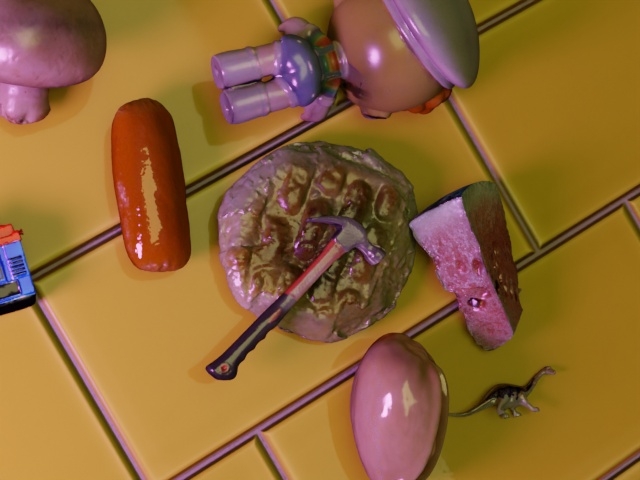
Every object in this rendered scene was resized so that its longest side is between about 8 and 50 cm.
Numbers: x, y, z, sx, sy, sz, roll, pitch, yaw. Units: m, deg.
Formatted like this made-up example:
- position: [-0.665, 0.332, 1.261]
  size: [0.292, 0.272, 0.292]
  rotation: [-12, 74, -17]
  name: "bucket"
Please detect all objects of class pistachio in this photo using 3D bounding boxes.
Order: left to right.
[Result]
- position: [0.105, 0.234, 1.797]
  size: [0.143, 0.144, 0.215]
  rotation: [5, 87, -14]
  name: "pistachio"

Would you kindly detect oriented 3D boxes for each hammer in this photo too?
- position: [-0.043, 0.080, 1.760]
  size: [0.111, 0.033, 0.288]
  rotation: [45, 77, -10]
  name: "hammer"

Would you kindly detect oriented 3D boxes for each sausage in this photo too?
- position: [-0.231, -0.074, 1.768]
  size: [0.098, 0.098, 0.238]
  rotation: [-7, 86, -16]
  name: "sausage"

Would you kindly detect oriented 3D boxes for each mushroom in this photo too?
- position: [-0.386, -0.246, 1.717]
  size: [0.204, 0.204, 0.204]
  rotation: [2, 82, -15]
  name: "mushroom"

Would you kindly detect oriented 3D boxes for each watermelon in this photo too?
- position: [0.231, 0.039, 1.885]
  size: [0.154, 0.094, 0.241]
  rotation: [-25, 98, -54]
  name: "watermelon"

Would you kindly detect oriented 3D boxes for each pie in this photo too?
- position: [0.000, 0.000, 1.831]
  size: [0.306, 0.071, 0.306]
  rotation: [2, 83, -14]
  name: "pie"

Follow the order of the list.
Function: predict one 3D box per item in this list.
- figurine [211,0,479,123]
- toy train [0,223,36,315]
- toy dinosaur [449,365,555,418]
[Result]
- position: [0.049, -0.241, 1.813]
  size: [0.381, 0.205, 0.225]
  rotation: [-32, 97, -14]
  name: "figurine"
- position: [-0.476, 0.046, 1.689]
  size: [0.204, 0.083, 0.131]
  rotation: [-16, 89, -16]
  name: "toy train"
- position: [0.267, 0.234, 1.889]
  size: [0.180, 0.037, 0.058]
  rotation: [-17, 63, -23]
  name: "toy dinosaur"
